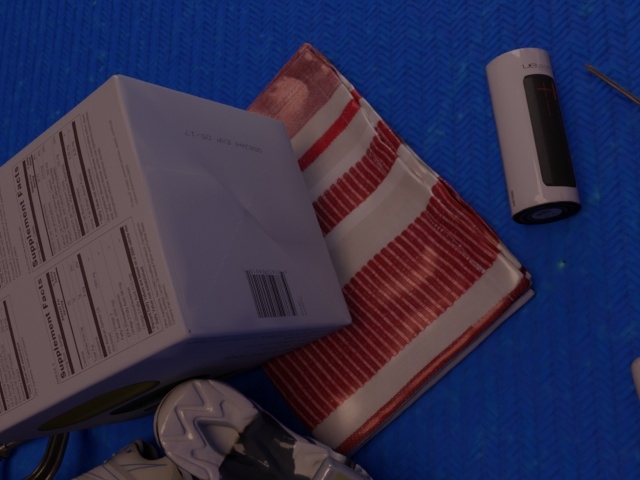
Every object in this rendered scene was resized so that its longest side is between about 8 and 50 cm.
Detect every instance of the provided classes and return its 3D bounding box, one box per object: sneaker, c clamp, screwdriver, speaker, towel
[{"bbox_3d":[-0.191,0.231,0.737,0.191,0.071,0.083,-9,55,24],"label":"sneaker"},{"bbox_3d":[-0.294,0.211,0.792,0.161,0.022,0.137,-32,37,19],"label":"c clamp"},{"bbox_3d":[0.272,-0.089,0.605,0.024,0.025,0.170,-49,58,8],"label":"screwdriver"},{"bbox_3d":[0.171,-0.085,0.633,0.055,0.055,0.136,-13,71,23],"label":"speaker"},{"bbox_3d":[-0.041,0.202,0.655,0.235,0.153,0.094,34,75,-8],"label":"sneaker"},{"bbox_3d":[0.000,0.000,0.709,0.237,0.037,0.329,-45,63,11],"label":"towel"}]

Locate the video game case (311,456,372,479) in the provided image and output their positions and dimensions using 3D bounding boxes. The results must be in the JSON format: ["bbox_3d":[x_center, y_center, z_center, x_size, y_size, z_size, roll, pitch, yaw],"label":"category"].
[{"bbox_3d":[0.032,0.294,0.569,0.193,0.023,0.212,32,93,-5],"label":"video game case"}]

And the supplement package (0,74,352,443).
[{"bbox_3d":[-0.156,0.030,0.653,0.263,0.199,0.198,-28,72,30],"label":"supplement package"}]

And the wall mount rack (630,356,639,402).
[{"bbox_3d":[0.323,0.199,0.422,0.350,0.130,0.304,-17,86,22],"label":"wall mount rack"}]
